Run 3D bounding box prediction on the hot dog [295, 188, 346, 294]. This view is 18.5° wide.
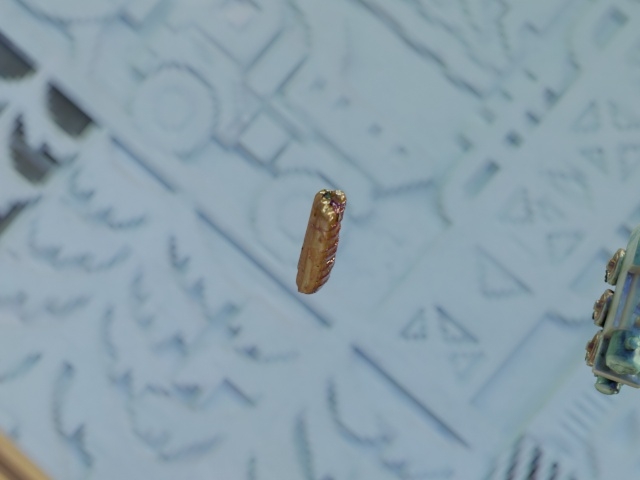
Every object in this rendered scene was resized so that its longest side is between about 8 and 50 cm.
[{"bbox_3d":[0.002,0.000,2.087,0.038,0.062,0.144,12,-44,-3],"label":"hot dog"}]

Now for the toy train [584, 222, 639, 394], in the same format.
[{"bbox_3d":[0.353,0.076,2.202,0.081,0.194,0.125,19,-19,0],"label":"toy train"}]
